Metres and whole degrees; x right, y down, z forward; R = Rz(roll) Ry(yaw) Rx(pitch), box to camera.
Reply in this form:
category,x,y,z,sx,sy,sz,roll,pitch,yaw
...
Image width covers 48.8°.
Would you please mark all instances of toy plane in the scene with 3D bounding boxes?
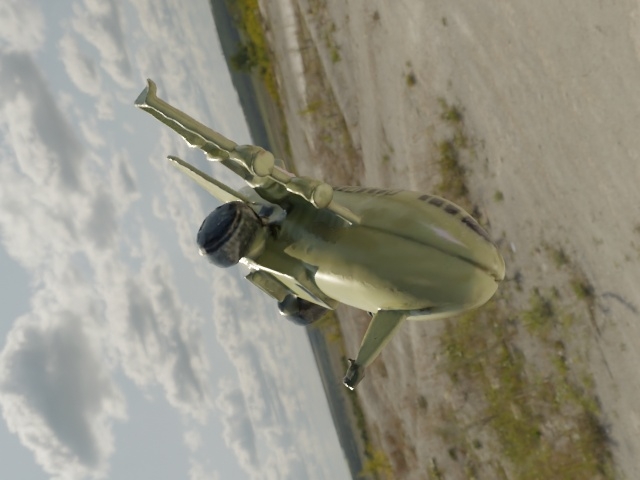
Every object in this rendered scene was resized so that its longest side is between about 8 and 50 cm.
category,x,y,z,sx,sy,sz,roll,pitch,yaw
toy plane,0.000,0.000,0.411,0.242,0.104,0.256,44,174,-33
